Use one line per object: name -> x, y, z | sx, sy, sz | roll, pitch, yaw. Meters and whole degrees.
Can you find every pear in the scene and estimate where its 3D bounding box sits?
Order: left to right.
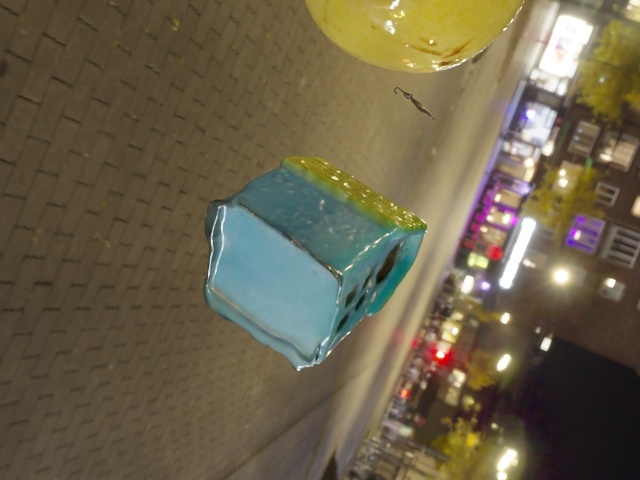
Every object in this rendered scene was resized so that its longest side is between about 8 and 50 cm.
pear -> 0.112, -0.356, 1.000 | 0.309, 0.309, 0.309 | 22, 90, -79

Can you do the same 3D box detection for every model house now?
model house -> 0.000, 0.000, 1.236 | 0.303, 0.237, 0.215 | -39, 153, -39

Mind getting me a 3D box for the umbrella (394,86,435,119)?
umbrella -> 0.228, -0.330, 1.953 | 0.022, 0.122, 0.013 | -55, 177, 18
